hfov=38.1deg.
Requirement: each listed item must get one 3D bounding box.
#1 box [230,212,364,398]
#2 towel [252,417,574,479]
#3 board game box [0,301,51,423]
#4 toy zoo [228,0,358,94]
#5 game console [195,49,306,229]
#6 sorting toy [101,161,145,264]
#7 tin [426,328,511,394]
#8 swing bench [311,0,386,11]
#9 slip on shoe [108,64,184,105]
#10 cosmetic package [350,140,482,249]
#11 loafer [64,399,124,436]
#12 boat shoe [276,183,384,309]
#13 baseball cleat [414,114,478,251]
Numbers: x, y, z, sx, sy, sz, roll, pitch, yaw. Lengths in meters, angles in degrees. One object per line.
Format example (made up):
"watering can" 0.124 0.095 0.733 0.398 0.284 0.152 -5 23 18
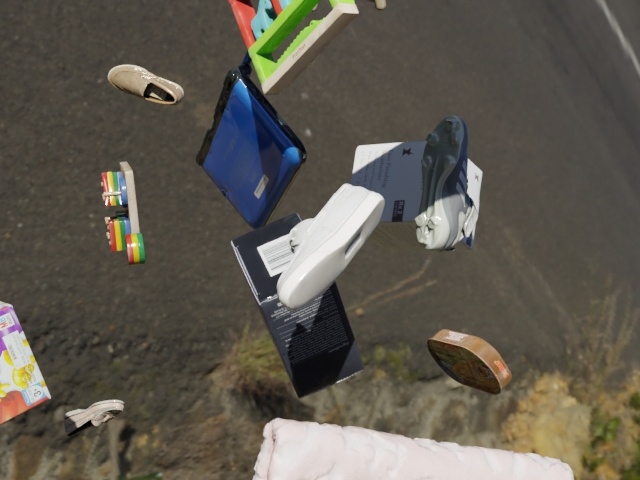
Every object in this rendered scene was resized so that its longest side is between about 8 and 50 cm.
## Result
"box" -0.031 0.093 1.315 0.153 0.108 0.207 -121 -170 -51
"towel" 0.064 0.329 0.816 0.332 0.053 0.317 15 89 -30
"board game box" -0.521 0.196 1.197 0.275 0.144 0.142 -28 107 -31
"toy zoo" -0.064 -0.367 1.214 0.030 0.192 0.293 -9 71 -39
"game console" -0.088 -0.199 1.507 0.173 0.293 0.250 -36 82 -27
"sorting toy" -0.314 -0.051 1.448 0.274 0.046 0.132 -144 -132 -71
"tin" 0.251 0.203 1.576 0.040 0.189 0.106 -44 109 -17
"swing bench" -0.013 -0.528 1.521 0.165 0.253 0.255 -11 120 -34
"slip on shoe" -0.307 -0.267 1.614 0.135 0.051 0.041 21 26 -4
"cosmetic package" 0.164 -0.075 1.615 0.151 0.183 0.151 31 63 -51
"loafer" -0.379 0.300 1.555 0.045 0.125 0.039 36 42 -49
"boat shoe" 0.000 0.000 1.013 0.184 0.063 0.066 -50 156 -29
"baseball cleat" 0.198 -0.085 1.403 0.109 0.072 0.206 2 106 -44
